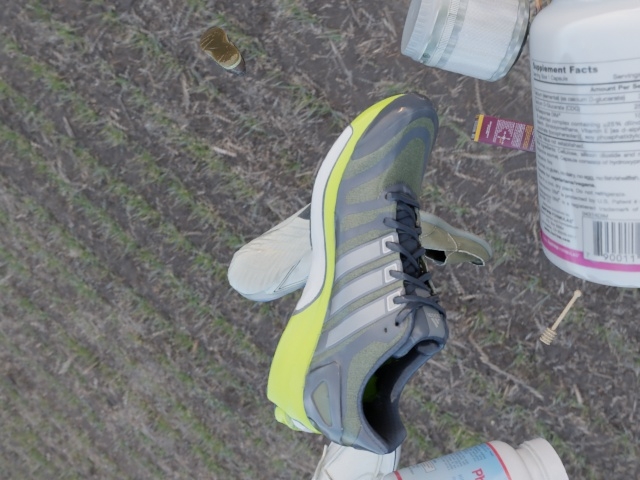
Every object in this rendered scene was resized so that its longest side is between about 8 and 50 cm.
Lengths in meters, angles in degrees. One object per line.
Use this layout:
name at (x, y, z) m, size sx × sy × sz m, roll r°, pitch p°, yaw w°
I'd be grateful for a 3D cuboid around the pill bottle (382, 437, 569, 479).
pill bottle at (0.145, 0.241, 0.588) m, size 0.160 × 0.087 × 0.087 m, roll -16°, pitch 113°, yaw -5°

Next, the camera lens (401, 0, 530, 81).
camera lens at (0.360, -0.528, 1.555) m, size 0.274 × 0.219 × 0.219 m, roll 13°, pitch 126°, yaw -5°

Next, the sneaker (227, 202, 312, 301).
sneaker at (0.000, 0.000, 0.758) m, size 0.237 × 0.086 × 0.085 m, roll -26°, pitch 76°, yaw 8°

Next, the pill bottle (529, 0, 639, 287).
pill bottle at (0.257, -0.120, 0.511) m, size 0.160 × 0.160 × 0.283 m, roll 2°, pitch 115°, yaw 31°

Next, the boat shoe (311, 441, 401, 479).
boat shoe at (0.024, 0.475, 1.140) m, size 0.136 × 0.156 × 0.367 m, roll 32°, pitch 116°, yaw 10°

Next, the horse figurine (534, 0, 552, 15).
horse figurine at (0.470, -0.498, 1.259) m, size 0.066 × 0.263 × 0.174 m, roll -5°, pitch 104°, yaw 35°

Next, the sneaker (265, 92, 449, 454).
sneaker at (0.055, 0.031, 0.510) m, size 0.121 × 0.111 × 0.300 m, roll 19°, pitch 99°, yaw 40°

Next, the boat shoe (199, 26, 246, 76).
boat shoe at (-0.180, -0.346, 1.159) m, size 0.056 × 0.152 × 0.049 m, roll -34°, pitch 137°, yaw 2°

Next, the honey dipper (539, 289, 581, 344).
honey dipper at (0.622, 0.195, 1.617) m, size 0.030 × 0.030 × 0.161 m, roll 32°, pitch 99°, yaw 12°

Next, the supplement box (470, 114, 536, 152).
supplement box at (0.554, -0.319, 1.870) m, size 0.188 × 0.104 × 0.081 m, roll 12°, pitch 102°, yaw 5°

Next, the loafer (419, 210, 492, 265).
loafer at (0.257, 0.012, 1.313) m, size 0.251 × 0.087 × 0.094 m, roll 22°, pitch 173°, yaw -31°
